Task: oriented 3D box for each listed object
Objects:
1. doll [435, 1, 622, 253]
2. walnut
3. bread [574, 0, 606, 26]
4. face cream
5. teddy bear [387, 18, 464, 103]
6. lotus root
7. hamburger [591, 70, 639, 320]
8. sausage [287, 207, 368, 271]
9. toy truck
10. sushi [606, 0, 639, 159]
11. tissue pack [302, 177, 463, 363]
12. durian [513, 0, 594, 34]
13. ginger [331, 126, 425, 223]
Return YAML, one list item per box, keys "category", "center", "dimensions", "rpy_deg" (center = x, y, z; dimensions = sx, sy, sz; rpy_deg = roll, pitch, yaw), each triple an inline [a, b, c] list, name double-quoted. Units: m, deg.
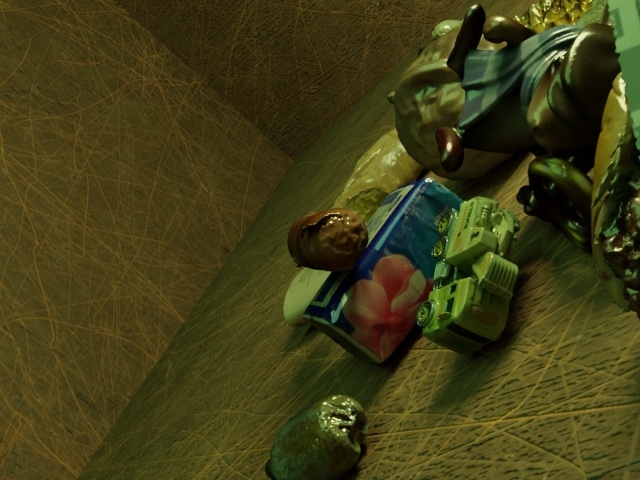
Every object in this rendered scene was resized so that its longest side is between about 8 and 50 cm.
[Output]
- category: "doll"
  center: [0.273, -0.152, 1.023]
  dimensions: [0.209, 0.318, 0.339]
  rpy_deg: [-20, 8, -19]
- category: "walnut"
  center: [0.252, -0.239, 1.454]
  dimensions: [0.273, 0.227, 0.273]
  rpy_deg: [-41, 15, 13]
- category: "bread"
  center: [0.428, -0.284, 1.203]
  dimensions: [0.257, 0.124, 0.186]
  rpy_deg: [-35, 18, 55]
- category: "face cream"
  center: [0.063, 0.042, 1.601]
  dimensions: [0.348, 0.081, 0.173]
  rpy_deg: [-37, 16, 46]
- category: "teddy bear"
  center: [0.279, -0.343, 1.829]
  dimensions: [0.256, 0.267, 0.156]
  rpy_deg: [-20, 70, 44]
- category: "lotus root"
  center: [-0.012, 0.273, 1.113]
  dimensions: [0.192, 0.088, 0.113]
  rpy_deg: [-39, 21, 40]
- category: "hamburger"
  center: [0.338, -0.076, 0.751]
  dimensions: [0.282, 0.245, 0.155]
  rpy_deg: [-17, -5, -27]
- category: "sausage"
  center: [0.000, 0.000, 1.305]
  dimensions: [0.094, 0.094, 0.419]
  rpy_deg: [-14, 2, -6]
- category: "toy truck"
  center: [0.193, 0.034, 1.023]
  dimensions: [0.116, 0.085, 0.191]
  rpy_deg: [-38, 31, 57]
- category: "sushi"
  center: [0.406, -0.171, 0.637]
  dimensions: [0.343, 0.064, 0.359]
  rpy_deg: [-19, 58, 32]
- category: "tissue pack"
  center: [0.109, 0.048, 1.290]
  dimensions: [0.270, 0.137, 0.209]
  rpy_deg: [-54, 10, -11]
- category: "durian"
  center: [0.443, -0.419, 1.623]
  dimensions: [0.341, 0.112, 0.191]
  rpy_deg: [-46, 9, 2]
- category: "ginger"
  center: [0.128, -0.127, 1.799]
  dimensions: [0.190, 0.126, 0.354]
  rpy_deg: [-5, 38, 45]
